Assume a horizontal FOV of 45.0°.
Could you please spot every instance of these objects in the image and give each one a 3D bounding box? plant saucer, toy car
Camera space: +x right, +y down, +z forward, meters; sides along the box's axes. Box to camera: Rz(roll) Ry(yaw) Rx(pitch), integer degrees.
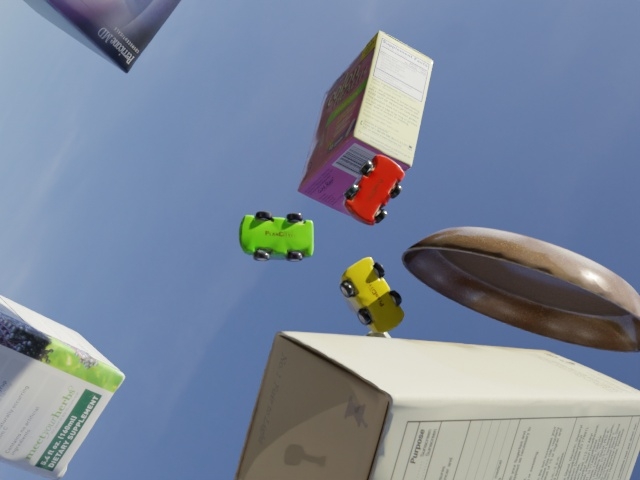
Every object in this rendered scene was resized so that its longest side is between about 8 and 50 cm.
[{"bbox_3d":[0.250,0.055,0.930,0.310,0.310,0.050,7,-109,54],"label":"plant saucer"},{"bbox_3d":[0.000,0.000,1.007,0.053,0.225,0.239,148,-56,-68],"label":"toy car"}]

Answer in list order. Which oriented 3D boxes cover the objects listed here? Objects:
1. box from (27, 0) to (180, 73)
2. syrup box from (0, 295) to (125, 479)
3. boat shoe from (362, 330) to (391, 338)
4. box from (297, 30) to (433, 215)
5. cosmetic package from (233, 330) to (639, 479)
[{"bbox_3d":[-0.270,-0.411,0.944,0.183,0.296,0.294,36,-92,15],"label":"box"},{"bbox_3d":[-0.265,0.073,0.528,0.096,0.237,0.093,24,-101,47],"label":"syrup box"},{"bbox_3d":[0.166,0.280,1.418,0.094,0.302,0.109,-40,-156,8],"label":"boat shoe"},{"bbox_3d":[0.078,-0.205,1.382,0.213,0.117,0.243,-38,-149,55],"label":"box"},{"bbox_3d":[0.097,0.162,0.551,0.113,0.309,0.160,23,-82,49],"label":"cosmetic package"}]
